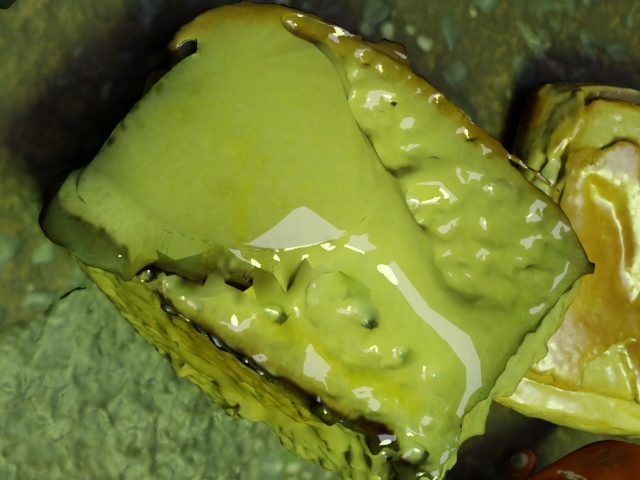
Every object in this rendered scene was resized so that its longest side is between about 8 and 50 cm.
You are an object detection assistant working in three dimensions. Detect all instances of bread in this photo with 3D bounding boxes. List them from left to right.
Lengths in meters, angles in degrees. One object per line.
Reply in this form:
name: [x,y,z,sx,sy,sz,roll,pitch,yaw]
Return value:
bread: [0.000,0.000,1.020,0.262,0.162,0.204,41,77,-4]
bread: [0.212,0.022,1.174,0.235,0.099,0.211,15,89,-30]

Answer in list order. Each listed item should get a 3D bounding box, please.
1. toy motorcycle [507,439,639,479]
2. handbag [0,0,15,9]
toy motorcycle: [0.184,0.248,1.167,0.325,0.147,0.221,34,77,-35]
handbag: [-0.128,-0.251,0.900,0.254,0.089,0.211,-29,117,24]
